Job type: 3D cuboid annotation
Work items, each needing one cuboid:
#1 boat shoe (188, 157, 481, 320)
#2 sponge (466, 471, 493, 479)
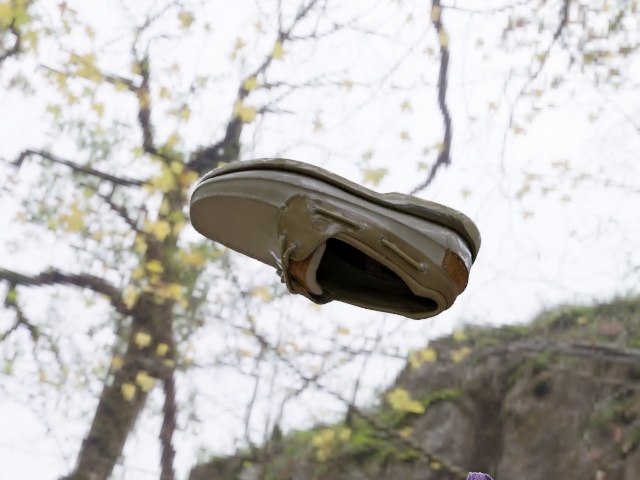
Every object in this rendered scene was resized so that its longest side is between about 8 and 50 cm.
[{"bbox_3d":[0.000,0.000,1.385,0.302,0.103,0.113,10,-44,18],"label":"boat shoe"},{"bbox_3d":[0.212,0.364,1.610,0.031,0.117,0.210,0,-35,45],"label":"sponge"}]
